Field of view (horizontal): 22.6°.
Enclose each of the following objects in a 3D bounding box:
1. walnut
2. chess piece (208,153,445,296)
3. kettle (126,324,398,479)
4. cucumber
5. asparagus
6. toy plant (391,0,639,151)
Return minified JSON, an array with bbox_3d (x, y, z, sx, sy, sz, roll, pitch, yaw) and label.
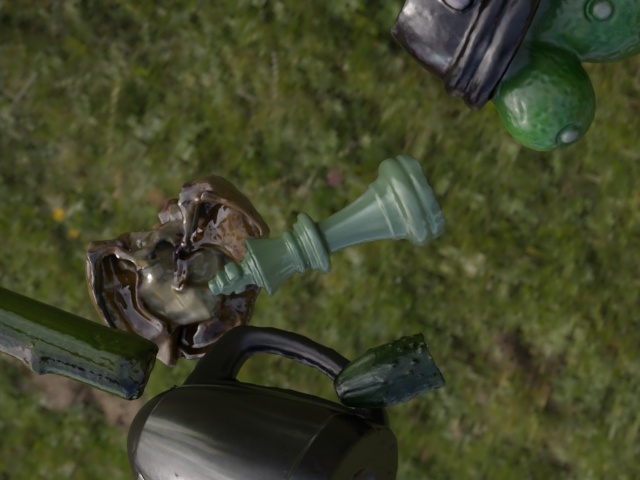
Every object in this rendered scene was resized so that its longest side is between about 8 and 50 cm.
[{"bbox_3d":[-0.162,0.037,1.995,0.238,0.141,0.204,-31,101,12],"label":"walnut"},{"bbox_3d":[0.000,0.000,0.986,0.149,0.059,0.059,-24,133,-7],"label":"chess piece"},{"bbox_3d":[-0.076,0.220,1.668,0.271,0.250,0.207,19,-177,25],"label":"kettle"},{"bbox_3d":[0.066,0.136,1.634,0.107,0.067,0.035,-21,158,-4],"label":"cucumber"},{"bbox_3d":[-0.287,0.081,1.524,0.278,0.060,0.067,22,102,8],"label":"asparagus"},{"bbox_3d":[0.199,-0.204,1.508,0.235,0.218,0.175,26,171,-1],"label":"toy plant"}]
